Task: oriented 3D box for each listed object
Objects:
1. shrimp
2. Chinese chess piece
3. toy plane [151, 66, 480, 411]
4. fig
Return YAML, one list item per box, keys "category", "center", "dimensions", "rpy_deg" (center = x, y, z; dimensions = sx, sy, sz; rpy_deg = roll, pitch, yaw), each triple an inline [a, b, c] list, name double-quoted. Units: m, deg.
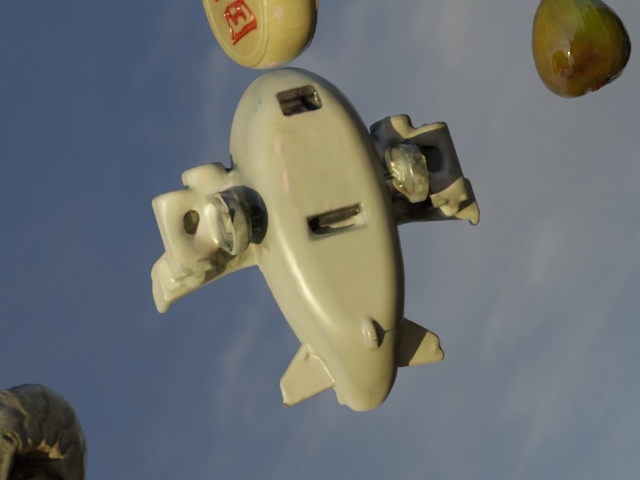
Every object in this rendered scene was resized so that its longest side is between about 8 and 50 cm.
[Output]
- category: "shrimp"
  center: [-0.279, 0.251, 1.291]
  dimensions: [0.343, 0.116, 0.145]
  rpy_deg: [-59, -26, -23]
- category: "Chinese chess piece"
  center: [-0.051, -0.197, 1.433]
  dimensions: [0.051, 0.122, 0.122]
  rpy_deg: [-20, -50, -24]
- category: "toy plane"
  center: [0.000, 0.000, 1.245]
  dimensions: [0.244, 0.245, 0.117]
  rpy_deg: [-63, 9, -14]
- category: "fig"
  center: [0.192, -0.153, 1.350]
  dimensions: [0.074, 0.074, 0.088]
  rpy_deg: [-2, -113, -63]
